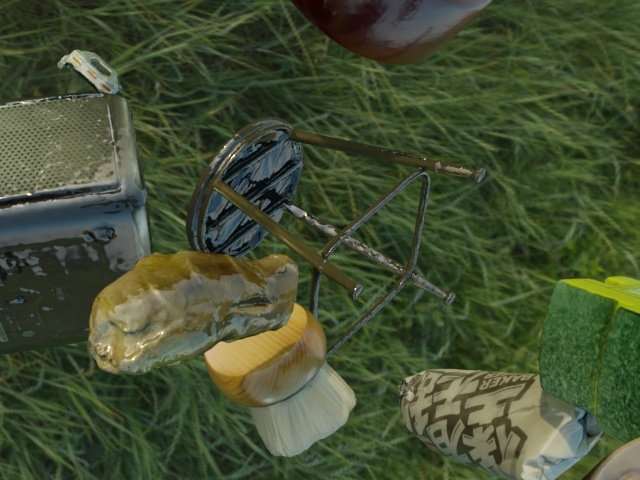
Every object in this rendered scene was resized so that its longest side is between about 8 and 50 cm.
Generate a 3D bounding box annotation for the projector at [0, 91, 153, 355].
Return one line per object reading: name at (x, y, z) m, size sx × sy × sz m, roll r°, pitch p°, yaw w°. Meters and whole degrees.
projector at (-0.469, -0.004, 1.272) m, size 0.406 × 0.242 × 0.395 m, roll -9°, pitch 150°, yaw -13°

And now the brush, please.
brush at (-0.078, 0.188, 1.269) m, size 0.174 × 0.267 × 0.166 m, roll -36°, pitch 121°, yaw -14°

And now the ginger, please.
ginger at (-0.137, 0.068, 0.916) m, size 0.263 × 0.116 × 0.109 m, roll -10°, pitch 130°, yaw -47°

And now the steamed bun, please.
steamed bun at (0.075, -0.447, 1.297) m, size 0.379 × 0.235 × 0.248 m, roll 46°, pitch 50°, yaw -7°

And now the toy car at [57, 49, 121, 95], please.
toy car at (-0.365, -0.268, 1.346) m, size 0.095 × 0.205 × 0.056 m, roll 43°, pitch 92°, yaw -15°

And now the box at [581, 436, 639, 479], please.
box at (0.277, 0.298, 0.587) m, size 0.301 × 0.301 × 0.216 m, roll -34°, pitch 158°, yaw -30°

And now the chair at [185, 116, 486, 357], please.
chair at (0.000, 0.000, 1.503) m, size 0.365 × 0.410 × 0.361 m, roll -41°, pitch 151°, yaw -33°

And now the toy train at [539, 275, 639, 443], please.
toy train at (0.422, 0.142, 0.815) m, size 0.273 × 0.442 × 0.179 m, roll -1°, pitch 104°, yaw -33°

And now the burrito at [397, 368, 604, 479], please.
burrito at (0.214, 0.246, 1.152) m, size 0.101 × 0.445 × 0.138 m, roll 20°, pitch 78°, yaw -20°
